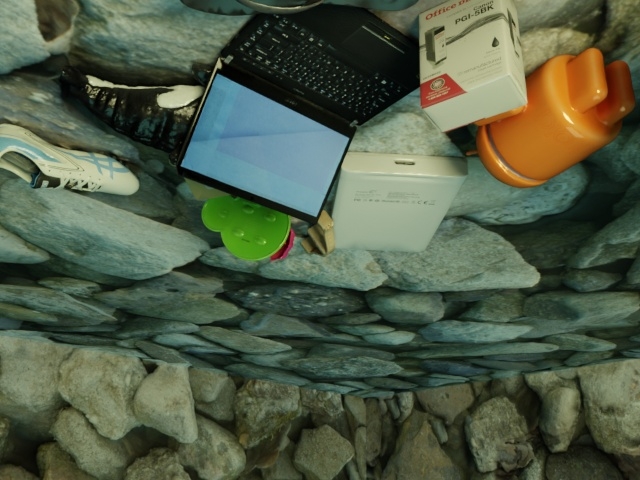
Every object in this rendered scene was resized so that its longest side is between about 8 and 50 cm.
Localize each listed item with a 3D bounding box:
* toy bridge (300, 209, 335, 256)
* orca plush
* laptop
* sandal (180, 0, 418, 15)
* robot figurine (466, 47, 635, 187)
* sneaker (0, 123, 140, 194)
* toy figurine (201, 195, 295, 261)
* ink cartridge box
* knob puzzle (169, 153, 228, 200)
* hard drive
[{"bbox_3d":[0.000,0.000,1.178,0.026,0.063,0.188,-34,172,-18],"label":"toy bridge"},{"bbox_3d":[-0.187,-0.151,0.777,0.287,0.102,0.151,19,135,-31],"label":"orca plush"},{"bbox_3d":[-0.012,-0.154,0.753,0.234,0.136,0.264,19,150,-36],"label":"laptop"},{"bbox_3d":[-0.019,-0.262,0.583,0.254,0.054,0.097,-2,137,0],"label":"sandal"},{"bbox_3d":[0.286,-0.148,0.769,0.158,0.128,0.219,-26,171,-32],"label":"robot figurine"},{"bbox_3d":[-0.403,-0.107,0.949,0.237,0.086,0.085,17,150,-34],"label":"sneaker"},{"bbox_3d":[-0.118,-0.016,1.137,0.173,0.130,0.159,18,171,17],"label":"toy figurine"},{"bbox_3d":[0.160,-0.198,0.648,0.099,0.135,0.056,-16,148,33],"label":"ink cartridge box"},{"bbox_3d":[-0.134,-0.146,0.904,0.213,0.030,0.213,-5,143,-4],"label":"knob puzzle"},{"bbox_3d":[0.123,-0.058,1.087,0.203,0.040,0.307,3,157,-3],"label":"hard drive"}]
